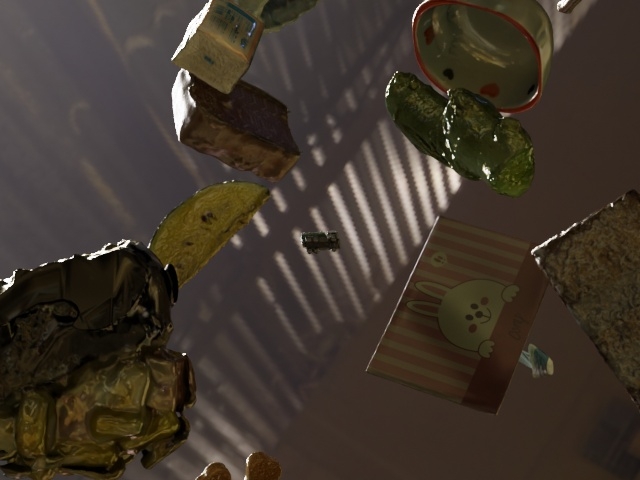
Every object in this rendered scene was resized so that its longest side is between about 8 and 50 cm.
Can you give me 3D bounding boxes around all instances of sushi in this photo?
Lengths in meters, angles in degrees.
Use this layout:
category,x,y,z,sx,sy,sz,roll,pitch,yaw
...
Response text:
category,x,y,z,sx,sy,sz,roll,pitch,yaw
sushi,-0.331,0.172,1.551,0.328,0.285,0.329,-22,2,-30

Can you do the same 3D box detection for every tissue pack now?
category,x,y,z,sx,sy,sz,roll,pitch,yaw
tissue pack,-0.106,-0.211,1.282,0.058,0.074,0.094,-49,15,34

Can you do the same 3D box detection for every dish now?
category,x,y,z,sx,sy,sz,roll,pitch,yaw
dish,0.283,-0.340,2.009,0.117,0.256,0.256,-56,-19,-28

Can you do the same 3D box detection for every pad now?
category,x,y,z,sx,sy,sz,roll,pitch,yaw
pad,0.214,0.102,1.776,0.005,0.202,0.299,80,-147,-54

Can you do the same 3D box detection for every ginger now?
category,x,y,z,sx,sy,sz,roll,pitch,yaw
ginger,0.181,-0.149,1.588,0.089,0.290,0.137,-45,-59,-5

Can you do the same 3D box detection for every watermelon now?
category,x,y,z,sx,sy,sz,roll,pitch,yaw
watermelon,-0.227,-0.003,2.273,0.301,0.129,0.123,-47,-60,-11

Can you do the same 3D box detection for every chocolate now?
category,x,y,z,sx,sy,sz,roll,pitch,yaw
chocolate,-0.139,-0.180,1.866,0.214,0.148,0.093,22,-56,-33

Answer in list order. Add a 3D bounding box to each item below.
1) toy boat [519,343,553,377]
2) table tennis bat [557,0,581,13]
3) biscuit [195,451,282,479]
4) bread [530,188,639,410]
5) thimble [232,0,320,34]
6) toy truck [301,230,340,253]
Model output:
category,x,y,z,sx,sy,sz,roll,pitch,yaw
toy boat,0.381,0.224,2.295,0.034,0.149,0.105,-52,-58,-25
table tennis bat,0.354,-0.296,1.611,0.170,0.108,0.119,131,147,-76
biscuit,-0.124,0.438,1.906,0.144,0.040,0.236,-9,-59,-15
bread,0.459,0.139,1.564,0.165,0.416,0.113,-37,-10,13
thimble,-0.076,-0.453,1.925,0.250,0.172,0.205,-39,-14,-26
toy truck,0.000,0.000,2.558,0.044,0.083,0.039,-91,-3,-53
